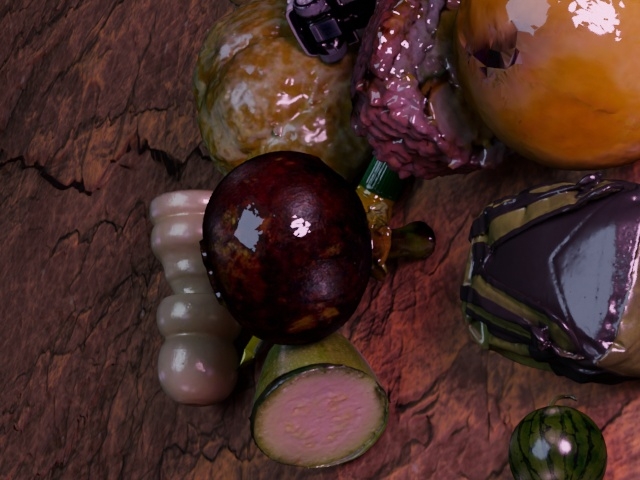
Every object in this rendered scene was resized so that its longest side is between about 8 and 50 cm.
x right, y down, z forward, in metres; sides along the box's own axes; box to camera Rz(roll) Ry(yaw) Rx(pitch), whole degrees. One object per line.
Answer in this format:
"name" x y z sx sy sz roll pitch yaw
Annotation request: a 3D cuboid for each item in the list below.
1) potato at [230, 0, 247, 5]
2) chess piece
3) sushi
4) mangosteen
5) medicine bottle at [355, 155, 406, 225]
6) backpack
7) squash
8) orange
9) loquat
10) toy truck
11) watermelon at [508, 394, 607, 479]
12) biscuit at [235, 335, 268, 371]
"potato" -0.105 -0.484 2.198 0.117 0.090 0.225 -179 102 -71
"chess piece" -0.175 0.090 1.975 0.167 0.167 0.299 -18 66 51
"sushi" 0.152 -0.194 1.563 0.171 0.236 0.270 147 142 -68
"mangosteen" 0.000 0.000 1.627 0.231 0.289 0.231 167 90 -74
"medicine bottle" 0.060 -0.037 1.761 0.260 0.064 0.095 -64 17 11
"backpack" 0.245 0.037 1.386 0.253 0.140 0.207 2 74 51
"squash" -0.003 0.186 1.670 0.170 0.170 0.123 -52 23 27
"orange" -0.067 -0.203 1.906 0.271 0.210 0.368 -42 46 34
"loquat" 0.262 -0.198 1.371 0.263 0.263 0.263 -30 51 46
"toy truck" 0.084 -0.327 1.752 0.253 0.114 0.124 -16 46 15
"watermelon" 0.233 0.208 1.359 0.109 0.109 0.109 -30 51 46
"biscuit" -0.039 0.068 1.869 0.026 0.048 0.292 39 116 17
